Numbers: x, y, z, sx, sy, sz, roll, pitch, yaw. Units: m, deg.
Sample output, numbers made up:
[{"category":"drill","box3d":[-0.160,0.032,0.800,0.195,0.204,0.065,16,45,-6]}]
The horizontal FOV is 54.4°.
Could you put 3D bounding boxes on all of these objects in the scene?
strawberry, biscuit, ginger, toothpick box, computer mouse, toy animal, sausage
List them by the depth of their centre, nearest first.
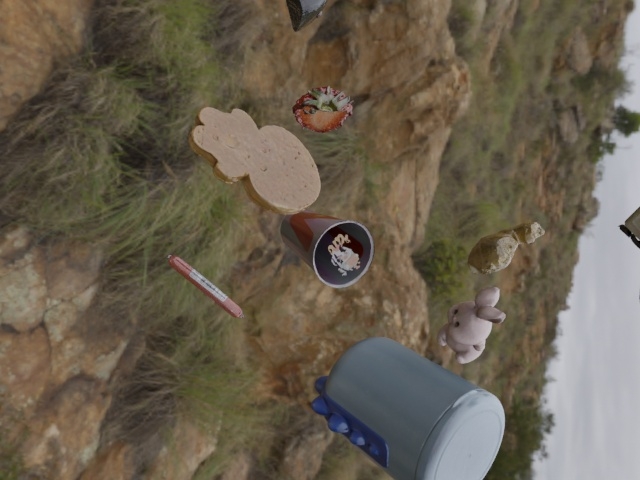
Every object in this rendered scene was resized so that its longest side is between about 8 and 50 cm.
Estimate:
[{"category":"biscuit","box3d":[-0.125,-0.158,1.228,0.289,0.044,0.201,21,54,-26]},{"category":"toothpick box","box3d":[0.148,0.339,1.242,0.263,0.355,0.262,-18,119,-35]},{"category":"ginger","box3d":[0.372,0.014,1.259,0.067,0.165,0.096,54,17,-16]},{"category":"toy animal","box3d":[0.325,0.175,1.367,0.212,0.124,0.124,91,12,-51]},{"category":"sausage","box3d":[-0.260,0.104,1.411,0.029,0.223,0.029,-50,-177,3]},{"category":"strawberry","box3d":[-0.007,-0.358,1.682,0.208,0.167,0.086,159,-72,-72]},{"category":"computer mouse","box3d":[-0.016,-0.726,1.850,0.168,0.087,0.295,-49,170,-9]}]

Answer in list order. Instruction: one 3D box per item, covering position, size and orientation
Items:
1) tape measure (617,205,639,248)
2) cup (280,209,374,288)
[{"category":"tape measure","box3d":[0.937,-0.030,1.592,0.231,0.133,0.271,63,-32,26]},{"category":"cup","box3d":[0.000,0.000,1.831,0.288,0.203,0.202,28,-57,58]}]
